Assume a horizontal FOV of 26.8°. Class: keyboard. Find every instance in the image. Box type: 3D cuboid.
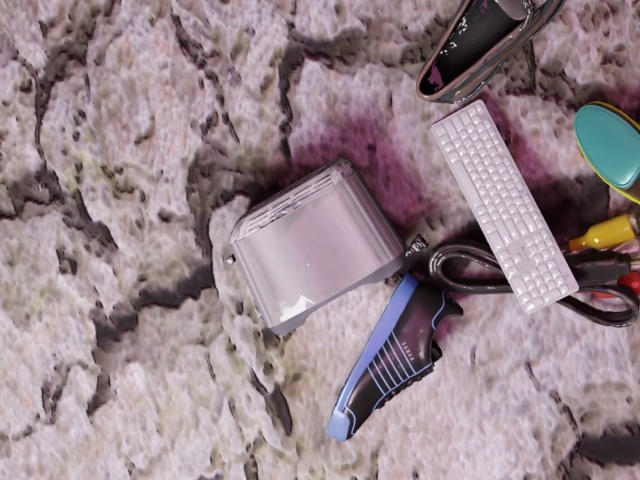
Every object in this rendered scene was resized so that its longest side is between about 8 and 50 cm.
[{"bbox_3d":[0.219,-0.040,1.607,0.072,0.014,0.256,-28,84,11],"label":"keyboard"}]

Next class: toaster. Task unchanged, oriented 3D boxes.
[{"bbox_3d":[0.000,0.000,1.603,0.227,0.129,0.146,-29,97,10],"label":"toaster"}]

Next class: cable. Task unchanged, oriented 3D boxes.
[{"bbox_3d":[0.282,0.041,1.650,0.287,0.072,0.140,-4,116,16],"label":"cable"}]

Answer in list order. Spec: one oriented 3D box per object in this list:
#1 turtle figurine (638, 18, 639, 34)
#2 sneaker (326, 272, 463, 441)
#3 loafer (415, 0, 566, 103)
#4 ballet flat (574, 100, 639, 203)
[{"bbox_3d":[0.413,-0.302,1.527,0.234,0.175,0.118,12,62,-23],"label":"turtle figurine"},{"bbox_3d":[0.090,0.158,1.655,0.090,0.081,0.232,28,101,3],"label":"sneaker"},{"bbox_3d":[0.202,-0.256,1.522,0.096,0.084,0.267,42,119,11],"label":"loafer"},{"bbox_3d":[0.392,-0.077,1.584,0.231,0.077,0.077,48,117,28],"label":"ballet flat"}]
